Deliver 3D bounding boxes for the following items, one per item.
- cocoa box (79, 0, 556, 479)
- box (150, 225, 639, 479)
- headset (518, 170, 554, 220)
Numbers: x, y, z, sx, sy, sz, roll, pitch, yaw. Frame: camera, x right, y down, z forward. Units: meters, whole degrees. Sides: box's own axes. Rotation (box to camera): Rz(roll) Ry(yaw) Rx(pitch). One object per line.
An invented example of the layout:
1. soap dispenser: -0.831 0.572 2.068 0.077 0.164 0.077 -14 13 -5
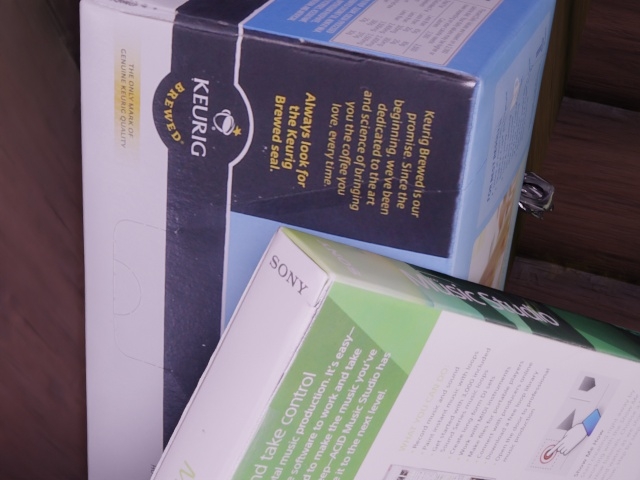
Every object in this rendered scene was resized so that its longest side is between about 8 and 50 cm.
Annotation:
1. cocoa box: 0.000 0.000 0.745 0.231 0.228 0.347 -50 150 -57
2. box: 0.058 0.136 0.625 0.322 0.058 0.232 17 106 -41
3. headset: 0.115 0.055 1.273 0.243 0.185 0.394 -59 168 -47
